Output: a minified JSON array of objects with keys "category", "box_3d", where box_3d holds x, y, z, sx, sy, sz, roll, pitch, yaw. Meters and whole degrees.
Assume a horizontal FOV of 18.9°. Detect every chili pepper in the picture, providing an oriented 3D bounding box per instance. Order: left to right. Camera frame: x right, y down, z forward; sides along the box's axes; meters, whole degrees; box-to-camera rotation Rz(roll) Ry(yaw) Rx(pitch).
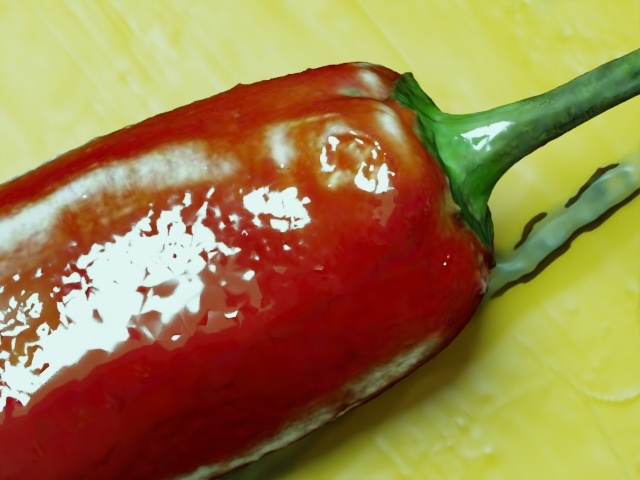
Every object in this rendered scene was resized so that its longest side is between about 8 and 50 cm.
[{"category":"chili pepper","box_3d":[-0.001,-0.002,0.728,0.338,0.131,0.134,-28,55,-3]}]
